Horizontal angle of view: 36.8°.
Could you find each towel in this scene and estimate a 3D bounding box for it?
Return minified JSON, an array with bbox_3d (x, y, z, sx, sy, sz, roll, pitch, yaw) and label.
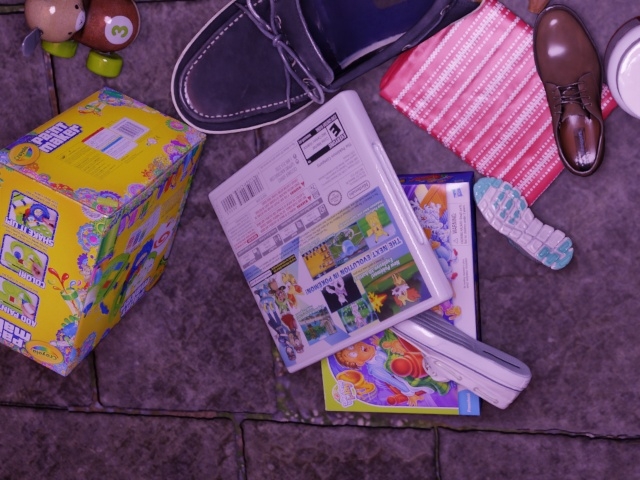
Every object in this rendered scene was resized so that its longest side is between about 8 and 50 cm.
[{"bbox_3d":[0.239,-0.201,1.317,0.275,0.031,0.199,38,109,0],"label":"towel"}]

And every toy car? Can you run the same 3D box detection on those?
[{"bbox_3d":[-0.352,-0.316,1.352,0.149,0.188,0.155,24,111,7],"label":"toy car"}]

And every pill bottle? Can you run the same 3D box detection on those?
[{"bbox_3d":[0.408,-0.209,1.166,0.121,0.221,0.121,4,107,13],"label":"pill bottle"}]

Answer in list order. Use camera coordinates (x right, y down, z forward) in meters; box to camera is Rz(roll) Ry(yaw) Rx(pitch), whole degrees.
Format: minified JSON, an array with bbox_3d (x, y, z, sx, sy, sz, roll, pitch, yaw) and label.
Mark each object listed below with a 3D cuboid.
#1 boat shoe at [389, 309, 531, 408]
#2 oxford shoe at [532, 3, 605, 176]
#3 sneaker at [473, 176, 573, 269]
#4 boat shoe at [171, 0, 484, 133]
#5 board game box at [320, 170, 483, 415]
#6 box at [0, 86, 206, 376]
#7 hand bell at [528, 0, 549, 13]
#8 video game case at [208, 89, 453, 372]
[{"bbox_3d":[0.176,0.163,1.326,0.226,0.083,0.075,29,110,4],"label":"boat shoe"},{"bbox_3d":[0.327,-0.192,1.237,0.083,0.096,0.227,-14,100,16],"label":"oxford shoe"},{"bbox_3d":[0.270,-0.019,1.338,0.166,0.076,0.065,45,81,-3],"label":"sneaker"},{"bbox_3d":[-0.013,-0.278,1.281,0.500,0.156,0.186,-20,99,27],"label":"boat shoe"},{"bbox_3d":[0.113,0.079,1.405,0.233,0.078,0.347,-1,106,15],"label":"board game box"},{"bbox_3d":[-0.328,-0.020,1.355,0.177,0.290,0.279,26,121,6],"label":"box"},{"bbox_3d":[0.302,-0.405,1.214,0.126,0.126,0.242,16,120,10],"label":"hand bell"},{"bbox_3d":[0.000,0.000,1.332,0.329,0.036,0.300,-31,81,44],"label":"video game case"}]
